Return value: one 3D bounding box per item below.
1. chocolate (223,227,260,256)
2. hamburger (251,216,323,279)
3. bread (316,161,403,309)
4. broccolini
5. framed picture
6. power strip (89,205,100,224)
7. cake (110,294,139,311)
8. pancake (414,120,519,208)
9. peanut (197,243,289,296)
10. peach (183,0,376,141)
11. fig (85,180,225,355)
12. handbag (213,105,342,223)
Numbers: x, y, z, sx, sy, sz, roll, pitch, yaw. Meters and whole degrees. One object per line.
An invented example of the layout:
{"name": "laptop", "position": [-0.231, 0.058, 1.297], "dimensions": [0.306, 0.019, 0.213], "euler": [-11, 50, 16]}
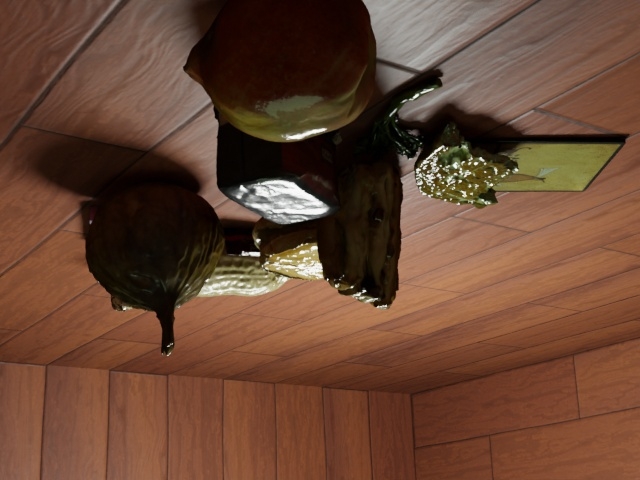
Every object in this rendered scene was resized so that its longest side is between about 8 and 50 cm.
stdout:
{"name": "chocolate", "position": [-0.138, 0.006, 2.272], "dimensions": [0.182, 0.086, 0.028], "euler": [9, 137, -24]}
{"name": "hamburger", "position": [-0.001, 0.000, 2.167], "dimensions": [0.259, 0.145, 0.283], "euler": [-20, 151, 33]}
{"name": "bread", "position": [0.074, -0.007, 1.906], "dimensions": [0.167, 0.278, 0.324], "euler": [2, -179, 6]}
{"name": "broccolini", "position": [0.161, -0.204, 1.715], "dimensions": [0.123, 0.062, 0.271], "euler": [-5, 162, -24]}
{"name": "framed picture", "position": [0.401, -0.147, 1.963], "dimensions": [0.338, 0.014, 0.255], "euler": [-1, 162, -4]}
{"name": "power strip", "position": [-0.462, -0.017, 2.221], "dimensions": [0.109, 0.038, 0.279], "euler": [1, 161, -11]}
{"name": "cake", "position": [-0.426, 0.085, 2.532], "dimensions": [0.112, 0.135, 0.246], "euler": [-1, -165, 37]}
{"name": "pancake", "position": [0.279, -0.138, 1.887], "dimensions": [0.197, 0.054, 0.376], "euler": [-5, 163, 13]}
{"name": "peanut", "position": [-0.211, 0.060, 2.325], "dimensions": [0.313, 0.152, 0.152], "euler": [-1, 163, -22]}
{"name": "peach", "position": [-0.055, -0.240, 1.313], "dimensions": [0.256, 0.233, 0.232], "euler": [3, 163, 13]}
{"name": "fig", "position": [-0.332, 0.072, 1.973], "dimensions": [0.286, 0.369, 0.286], "euler": [-4, 146, -3]}
{"name": "handbag", "position": [-0.065, -0.146, 1.648], "dimensions": [0.181, 0.182, 0.254], "euler": [-12, 162, 25]}
